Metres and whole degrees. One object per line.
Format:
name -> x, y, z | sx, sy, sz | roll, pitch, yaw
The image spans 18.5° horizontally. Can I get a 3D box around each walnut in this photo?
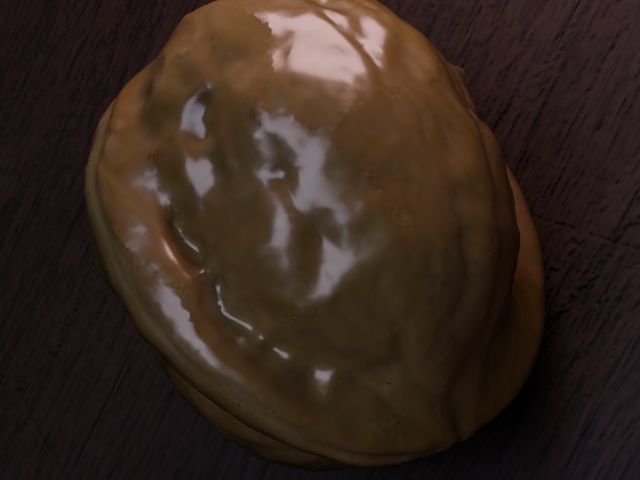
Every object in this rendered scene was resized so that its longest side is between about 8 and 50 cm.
walnut -> -0.008, -0.006, 1.539 | 0.383, 0.383, 0.383 | -9, 73, 32
